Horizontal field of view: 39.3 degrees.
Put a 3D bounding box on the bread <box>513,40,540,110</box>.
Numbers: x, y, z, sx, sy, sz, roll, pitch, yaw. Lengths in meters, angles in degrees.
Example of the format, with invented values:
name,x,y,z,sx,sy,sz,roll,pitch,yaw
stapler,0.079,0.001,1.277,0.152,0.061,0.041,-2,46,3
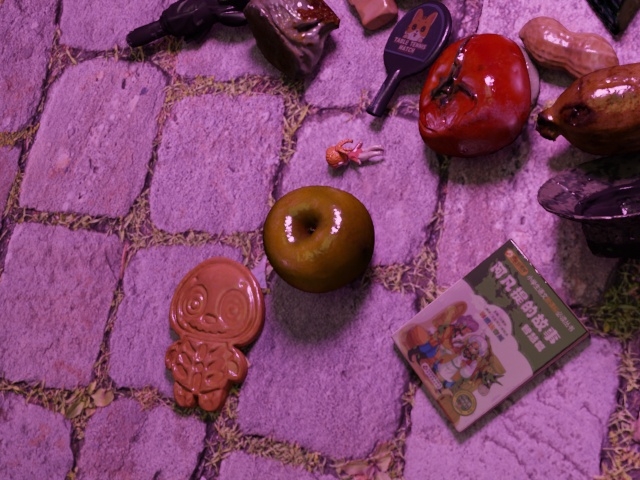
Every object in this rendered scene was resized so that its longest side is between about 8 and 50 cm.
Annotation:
name,x,y,z,sx,sy,sz,roll,pitch,yaw
bread,0.322,-0.268,1.549,0.112,0.036,0.193,3,78,24

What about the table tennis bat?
name,x,y,z,sx,sy,sz,roll,pitch,yaw
table tennis bat,0.155,-0.328,1.624,0.150,0.027,0.236,33,93,51

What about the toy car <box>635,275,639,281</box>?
name,x,y,z,sx,sy,sz,roll,pitch,yaw
toy car,0.554,0.059,1.325,0.139,0.112,0.112,-31,80,4

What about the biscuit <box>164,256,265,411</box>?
name,x,y,z,sx,sy,sz,roll,pitch,yaw
biscuit,-0.206,0.172,1.671,0.201,0.044,0.289,11,79,26

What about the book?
name,x,y,z,sx,sy,sz,roll,pitch,yaw
book,0.271,0.154,1.464,0.264,0.027,0.202,-40,63,10

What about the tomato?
name,x,y,z,sx,sy,sz,roll,pitch,yaw
tomato,0.242,-0.247,1.509,0.228,0.101,0.228,-20,62,45

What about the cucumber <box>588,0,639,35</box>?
name,x,y,z,sx,sy,sz,roll,pitch,yaw
cucumber,0.488,-0.456,1.503,0.115,0.085,0.193,-32,59,16

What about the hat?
name,x,y,z,sx,sy,sz,roll,pitch,yaw
hat,0.463,-0.036,1.360,0.265,0.265,0.129,-9,108,22

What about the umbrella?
name,x,y,z,sx,sy,sz,roll,pitch,yaw
umbrella,-0.251,-0.461,1.823,0.340,0.118,0.118,-14,71,21

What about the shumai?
name,x,y,z,sx,sy,sz,roll,pitch,yaw
shumai,-0.050,-0.419,1.709,0.142,0.184,0.184,-37,62,-15

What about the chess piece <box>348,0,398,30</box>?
name,x,y,z,sx,sy,sz,roll,pitch,yaw
chess piece,0.176,-0.507,1.645,0.300,0.137,0.137,-25,67,31

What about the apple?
name,x,y,z,sx,sy,sz,roll,pitch,yaw
apple,0.000,0.000,1.555,0.196,0.157,0.197,-6,73,22

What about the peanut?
name,x,y,z,sx,sy,sz,roll,pitch,yaw
peanut,0.415,-0.320,1.495,0.192,0.089,0.089,35,92,28

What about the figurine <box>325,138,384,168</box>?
name,x,y,z,sx,sy,sz,roll,pitch,yaw
figurine,0.062,-0.161,1.637,0.109,0.047,0.064,-7,44,16

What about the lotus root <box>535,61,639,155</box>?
name,x,y,z,sx,sy,sz,roll,pitch,yaw
lotus root,0.466,-0.202,1.404,0.260,0.145,0.129,-7,52,22
